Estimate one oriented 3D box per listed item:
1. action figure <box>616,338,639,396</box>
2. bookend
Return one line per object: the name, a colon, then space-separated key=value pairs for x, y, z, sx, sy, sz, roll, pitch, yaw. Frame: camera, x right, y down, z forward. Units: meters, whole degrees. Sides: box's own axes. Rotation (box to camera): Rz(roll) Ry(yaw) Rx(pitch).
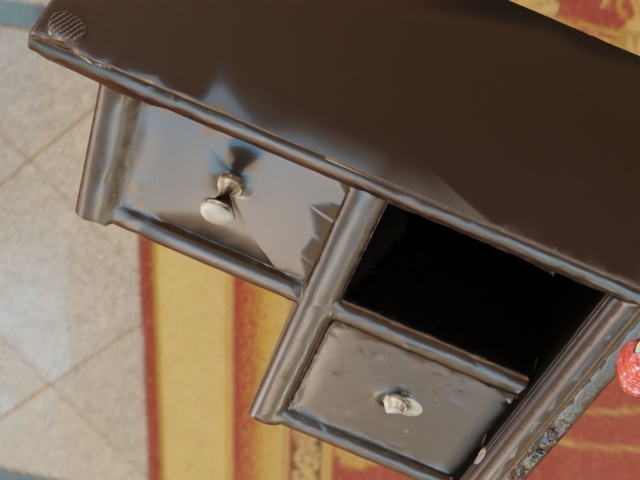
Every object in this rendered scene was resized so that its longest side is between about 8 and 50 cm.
action figure: x=0.121 y=0.021 z=0.304 sx=0.115 sy=0.030 sz=0.038 roll=-10 pitch=153 yaw=2
bookend: x=0.000 y=0.000 z=0.390 sx=0.157 sy=0.072 sz=0.156 roll=23 pitch=143 yaw=-1
